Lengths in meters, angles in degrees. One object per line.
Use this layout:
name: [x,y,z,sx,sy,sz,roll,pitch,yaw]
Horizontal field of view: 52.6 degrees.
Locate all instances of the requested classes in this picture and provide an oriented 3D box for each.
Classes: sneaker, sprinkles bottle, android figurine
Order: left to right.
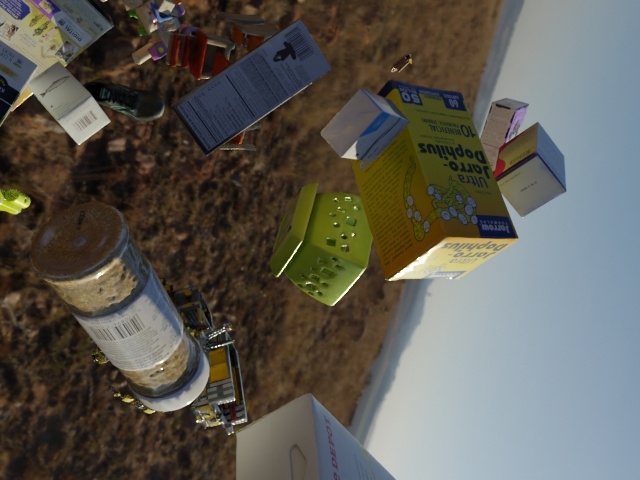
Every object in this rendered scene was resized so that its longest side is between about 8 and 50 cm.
android figurine: [-0.998,-0.132,1.904,0.273,0.249,0.056,84,13,-79]
sneaker: [-0.616,-0.433,2.004,0.106,0.268,0.101,-34,139,-75]
sprinkles bottle: [-0.257,0.106,0.888,0.355,0.121,0.121,77,31,-50]

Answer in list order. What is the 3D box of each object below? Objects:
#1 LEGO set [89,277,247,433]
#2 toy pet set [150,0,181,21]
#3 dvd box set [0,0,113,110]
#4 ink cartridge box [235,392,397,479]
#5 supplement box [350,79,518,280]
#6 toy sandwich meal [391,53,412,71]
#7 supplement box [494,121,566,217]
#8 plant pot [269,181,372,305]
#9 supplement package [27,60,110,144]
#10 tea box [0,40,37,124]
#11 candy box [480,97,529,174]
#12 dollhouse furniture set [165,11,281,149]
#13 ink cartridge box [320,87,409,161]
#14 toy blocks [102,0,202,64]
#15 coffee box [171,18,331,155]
LEGO set: [-0.267,0.247,1.194,0.331,0.255,0.192,87,-9,-46]
toy pet set: [-0.463,-0.683,1.874,0.122,0.114,0.065,11,125,-49]
dvd box set: [-0.852,-0.593,1.834,0.421,0.062,0.308,-36,140,11]
ink cartridge box: [0.034,0.475,1.043,0.384,0.161,0.279,52,14,-29]
supplement box: [0.212,-0.117,1.316,0.195,0.194,0.356,-44,-127,49]
toy sandwich meal: [0.250,-0.533,1.965,0.086,0.029,0.085,-39,176,-3]
supplement box: [0.467,-0.162,1.445,0.111,0.114,0.220,-36,-168,32]
plant pot: [0.000,0.000,1.677,0.228,0.207,0.227,127,-18,-50]
supplement package: [-0.637,-0.349,1.638,0.105,0.179,0.105,-42,151,-11]
tea box: [-0.876,-0.349,1.436,0.329,0.220,0.323,35,79,-33]
candy box: [0.487,-0.278,1.759,0.165,0.070,0.196,-29,137,-57]
dollhouse furniture set: [-0.217,-0.357,1.382,0.135,0.259,0.261,-6,126,-34]
ink cartridge box: [0.088,-0.196,1.134,0.104,0.060,0.180,-47,164,21]
toy blocks: [-0.488,-0.754,2.083,0.260,0.309,0.288,-47,125,-34]
coffee box: [-0.120,-0.251,1.079,0.247,0.098,0.141,-35,-166,-4]
